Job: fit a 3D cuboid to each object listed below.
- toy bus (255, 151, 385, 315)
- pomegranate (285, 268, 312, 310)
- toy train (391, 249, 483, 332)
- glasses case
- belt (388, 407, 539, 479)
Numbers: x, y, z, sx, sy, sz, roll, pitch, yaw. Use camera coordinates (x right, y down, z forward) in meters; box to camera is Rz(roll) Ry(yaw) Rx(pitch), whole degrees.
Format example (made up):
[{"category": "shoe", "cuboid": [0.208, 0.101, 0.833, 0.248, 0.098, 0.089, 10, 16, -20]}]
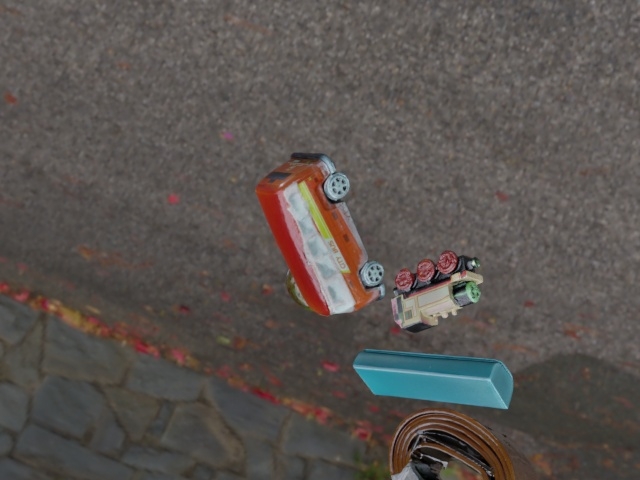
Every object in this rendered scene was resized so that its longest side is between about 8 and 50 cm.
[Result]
[{"category": "toy bus", "cuboid": [0.000, 0.000, 1.561, 0.121, 0.120, 0.265, 11, 129, 58]}, {"category": "pomegranate", "cuboid": [0.006, 0.071, 1.786, 0.114, 0.115, 0.142, 1, 177, 39]}, {"category": "toy train", "cuboid": [0.158, 0.069, 1.354, 0.138, 0.087, 0.050, -25, 153, 36]}, {"category": "glasses case", "cuboid": [0.222, 0.264, 1.981, 0.301, 0.070, 0.117, 3, 145, 33]}, {"category": "belt", "cuboid": [0.222, 0.372, 1.566, 0.105, 0.184, 0.261, 30, 173, -42]}]
